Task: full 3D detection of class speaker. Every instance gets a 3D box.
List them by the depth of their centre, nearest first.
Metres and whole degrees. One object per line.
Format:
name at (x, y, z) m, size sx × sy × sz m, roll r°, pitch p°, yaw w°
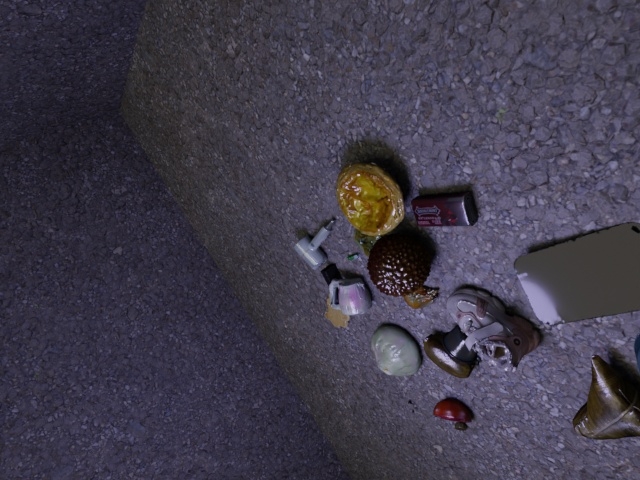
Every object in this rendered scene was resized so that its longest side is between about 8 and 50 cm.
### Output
speaker at (0.085, 0.238, 2.153) m, size 0.044 × 0.082 × 0.218 m, roll -11°, pitch 109°, yaw 53°

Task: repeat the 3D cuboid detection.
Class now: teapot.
teapot at (0.154, 0.272, 2.048) m, size 0.222 × 0.163 × 0.178 m, roll 6°, pitch 112°, yaw 63°

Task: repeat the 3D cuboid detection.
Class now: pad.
pad at (0.821, 0.137, 1.206) m, size 0.375 × 0.063 × 0.314 m, roll -27°, pitch 83°, yaw 47°

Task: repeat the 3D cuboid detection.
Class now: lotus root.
lotus root at (0.566, 0.508, 1.768) m, size 0.241 × 0.124 × 0.122 m, roll 34°, pitch 129°, yaw 27°

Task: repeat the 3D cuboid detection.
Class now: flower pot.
flower pot at (0.594, 0.409, 1.642) m, size 0.157 × 0.157 × 0.106 m, roll 40°, pitch 131°, yaw 21°

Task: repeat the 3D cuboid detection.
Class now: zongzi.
zongzi at (0.925, 0.528, 1.344) m, size 0.288 × 0.134 × 0.286 m, roll 47°, pitch 142°, yaw 10°

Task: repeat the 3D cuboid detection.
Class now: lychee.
lychee at (0.310, 0.107, 1.622) m, size 0.268 × 0.267 × 0.267 m, roll 30°, pitch 138°, yaw 31°

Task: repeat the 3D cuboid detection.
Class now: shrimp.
shrimp at (0.437, 0.242, 1.769) m, size 0.115 × 0.051 × 0.217 m, roll 57°, pitch 148°, yaw 1°

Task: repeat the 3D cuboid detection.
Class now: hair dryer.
hair dryer at (0.000, 0.000, 2.060) m, size 0.173 × 0.108 × 0.357 m, roll 46°, pitch 138°, yaw 8°

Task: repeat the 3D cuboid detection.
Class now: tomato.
tomato at (0.649, 0.832, 1.969) m, size 0.173 × 0.099 × 0.189 m, roll -11°, pitch 150°, yaw 41°

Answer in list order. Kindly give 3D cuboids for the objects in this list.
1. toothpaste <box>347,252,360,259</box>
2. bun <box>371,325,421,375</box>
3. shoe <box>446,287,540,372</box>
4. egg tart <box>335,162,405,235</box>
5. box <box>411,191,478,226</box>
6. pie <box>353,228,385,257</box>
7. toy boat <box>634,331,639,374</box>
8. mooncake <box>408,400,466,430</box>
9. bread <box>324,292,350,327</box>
toothpaste at (0.162, 0.080, 1.984) m, size 0.083 × 0.020 × 0.017 m, roll -21°, pitch 103°, yaw 55°
bun at (0.357, 0.572, 2.022) m, size 0.283 × 0.179 × 0.283 m, roll 30°, pitch 136°, yaw 34°
shoe at (0.615, 0.328, 1.496) m, size 0.351 × 0.198 × 0.171 m, roll 30°, pitch 137°, yaw 30°
egg tart at (0.210, -0.175, 1.619) m, size 0.341 × 0.132 × 0.341 m, roll 29°, pitch 136°, yaw 32°
box at (0.445, -0.109, 1.453) m, size 0.224 × 0.069 × 0.120 m, roll 4°, pitch 121°, yaw 50°
pie at (0.225, 0.004, 1.829) m, size 0.187 × 0.041 × 0.186 m, roll 32°, pitch 140°, yaw 31°
toy boat at (0.989, 0.373, 1.153) m, size 0.114 × 0.122 × 0.296 m, roll -16°, pitch 105°, yaw 47°
mooncake at (0.607, 0.941, 2.136) m, size 0.347 × 0.057 × 0.150 m, roll 16°, pitch 146°, yaw 36°
bread at (0.102, 0.413, 2.316) m, size 0.182 × 0.039 × 0.250 m, roll 36°, pitch 141°, yaw 25°
